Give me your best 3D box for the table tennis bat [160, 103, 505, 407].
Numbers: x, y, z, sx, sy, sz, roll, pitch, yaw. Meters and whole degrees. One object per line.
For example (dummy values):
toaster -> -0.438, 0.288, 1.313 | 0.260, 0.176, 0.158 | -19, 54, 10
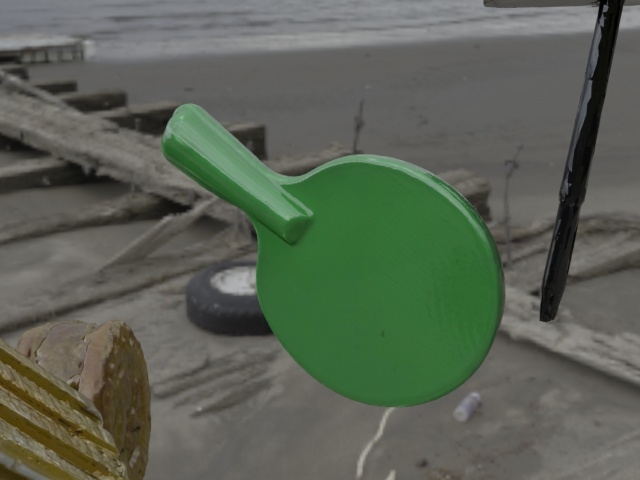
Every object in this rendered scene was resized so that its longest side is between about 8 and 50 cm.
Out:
table tennis bat -> 0.000, 0.000, 0.582 | 0.257, 0.160, 0.039 | 38, 22, 7

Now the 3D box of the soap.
soap -> -0.256, 0.130, 0.654 | 0.089, 0.274, 0.173 | -44, 41, -3

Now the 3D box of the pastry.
pastry -> -0.282, 0.209, 1.061 | 0.132, 0.235, 0.240 | -2, 25, 5

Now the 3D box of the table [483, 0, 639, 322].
table -> 0.309, -0.065, 0.626 | 0.317, 0.249, 0.317 | -5, 9, 1
